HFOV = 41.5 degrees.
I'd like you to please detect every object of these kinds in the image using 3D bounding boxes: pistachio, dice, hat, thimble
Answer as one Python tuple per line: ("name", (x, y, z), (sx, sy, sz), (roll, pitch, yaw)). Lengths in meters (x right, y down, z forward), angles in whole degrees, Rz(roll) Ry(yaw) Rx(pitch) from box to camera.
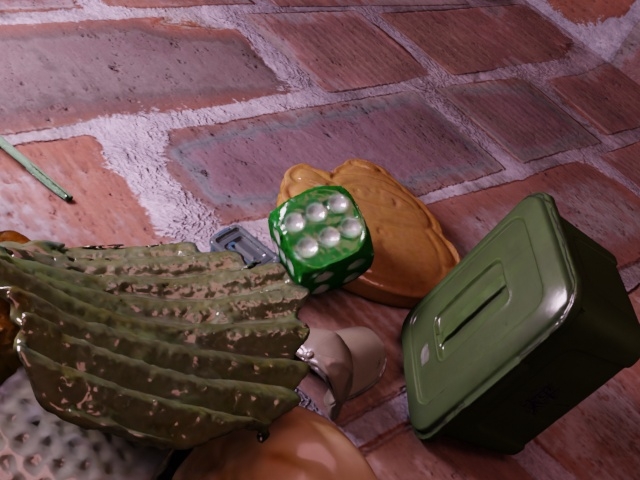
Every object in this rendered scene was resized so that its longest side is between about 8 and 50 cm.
("pistachio", (-0.026, 0.310, 0.825), (0.321, 0.229, 0.238), (57, 11, 22))
("dice", (0.000, 0.000, 1.260), (0.128, 0.120, 0.130), (-20, 72, -10))
("hat", (0.026, 0.147, 1.168), (0.175, 0.085, 0.147), (-20, 56, -44))
("thimble", (-0.253, 0.244, 0.717), (0.150, 0.270, 0.271), (32, 36, 1))

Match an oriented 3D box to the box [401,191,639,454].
("box", (0.271, 0.129, 1.167), (0.178, 0.328, 0.252), (27, 35, -22))

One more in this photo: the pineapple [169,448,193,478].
("pineapple", (-0.164, 0.216, 0.941), (0.251, 0.125, 0.125), (20, 36, -20))

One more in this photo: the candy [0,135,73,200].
("candy", (-0.493, -0.167, 1.247), (0.335, 0.093, 0.092), (40, 80, 3))

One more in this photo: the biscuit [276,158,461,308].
("biscuit", (0.079, -0.029, 1.447), (0.312, 0.057, 0.351), (6, 41, -29))

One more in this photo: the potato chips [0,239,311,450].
("potato chips", (-0.180, 0.058, 0.810), (0.373, 0.097, 0.389), (31, 16, 31))

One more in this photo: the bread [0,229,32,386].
("bread", (-0.380, 0.136, 0.865), (0.195, 0.148, 0.344), (39, 33, 4))

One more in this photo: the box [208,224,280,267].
("box", (-0.118, 0.032, 1.244), (0.099, 0.054, 0.074), (38, 35, 14))
